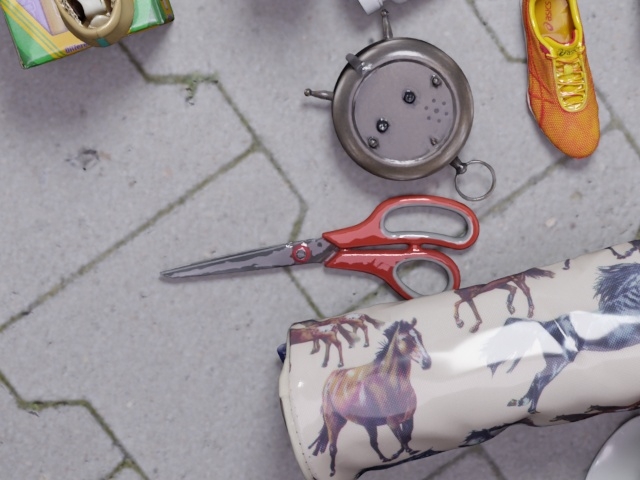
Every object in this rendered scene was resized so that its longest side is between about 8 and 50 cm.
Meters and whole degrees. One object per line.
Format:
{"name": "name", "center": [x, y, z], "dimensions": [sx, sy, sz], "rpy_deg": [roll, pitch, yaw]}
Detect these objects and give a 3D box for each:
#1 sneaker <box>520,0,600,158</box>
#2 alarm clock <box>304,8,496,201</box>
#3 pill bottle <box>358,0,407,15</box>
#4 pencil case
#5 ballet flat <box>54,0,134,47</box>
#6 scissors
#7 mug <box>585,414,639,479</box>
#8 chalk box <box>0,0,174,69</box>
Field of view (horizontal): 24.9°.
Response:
{"name": "sneaker", "center": [0.216, -0.156, 1.319], "dimensions": [0.064, 0.067, 0.175], "rpy_deg": [-17, 102, 1]}
{"name": "alarm clock", "center": [0.089, -0.107, 1.332], "dimensions": [0.192, 0.064, 0.129], "rpy_deg": [43, 97, -11]}
{"name": "pill bottle", "center": [0.079, -0.253, 1.300], "dimensions": [0.116, 0.065, 0.065], "rpy_deg": [-31, 99, 6]}
{"name": "pencil case", "center": [0.167, 0.112, 1.324], "dimensions": [0.410, 0.183, 0.160], "rpy_deg": [-14, 72, 2]}
{"name": "ballet flat", "center": [-0.204, -0.268, 1.157], "dimensions": [0.080, 0.073, 0.232], "rpy_deg": [-20, 100, 3]}
{"name": "scissors", "center": [0.000, 0.000, 1.372], "dimensions": [0.297, 0.021, 0.109], "rpy_deg": [6, 103, -1]}
{"name": "mug", "center": [0.360, 0.243, 1.373], "dimensions": [0.169, 0.113, 0.150], "rpy_deg": [35, 100, -10]}
{"name": "chalk box", "center": [-0.223, -0.273, 1.261], "dimensions": [0.132, 0.132, 0.213], "rpy_deg": [-16, 101, 3]}
